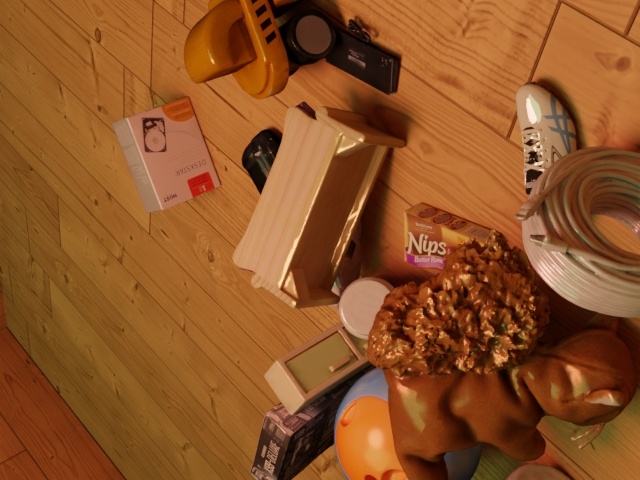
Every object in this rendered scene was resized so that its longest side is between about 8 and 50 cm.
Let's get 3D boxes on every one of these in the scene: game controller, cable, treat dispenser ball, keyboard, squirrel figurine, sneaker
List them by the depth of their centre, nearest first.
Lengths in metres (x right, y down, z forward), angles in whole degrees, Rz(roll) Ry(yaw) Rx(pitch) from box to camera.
[{"bbox_3d":[0.400,-0.012,1.152,0.257,0.257,0.089,32,143,13],"label":"cable"},{"bbox_3d":[0.340,-0.122,1.303,0.085,0.086,0.237,-3,109,54],"label":"sneaker"},{"bbox_3d":[0.289,0.191,1.358,0.370,0.281,0.397,-10,125,29],"label":"squirrel figurine"},{"bbox_3d":[0.072,-0.343,1.557,0.180,0.023,0.108,35,143,33],"label":"keyboard"},{"bbox_3d":[0.169,0.380,1.676,0.288,0.288,0.288,31,134,38],"label":"treat dispenser ball"},{"bbox_3d":[0.000,0.000,1.763,0.153,0.101,0.269,11,110,28],"label":"sneaker"},{"bbox_3d":[-0.071,-0.086,1.891,0.319,0.067,0.166,61,160,3],"label":"game controller"}]

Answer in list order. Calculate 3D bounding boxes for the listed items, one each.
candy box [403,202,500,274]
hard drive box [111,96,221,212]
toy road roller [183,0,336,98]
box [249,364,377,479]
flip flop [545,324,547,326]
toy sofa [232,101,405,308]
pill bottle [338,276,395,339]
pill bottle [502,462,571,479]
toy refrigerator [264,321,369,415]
[{"bbox_3d":[0.235,0.013,1.556,0.186,0.053,0.109,25,131,40],"label":"candy box"},{"bbox_3d":[-0.368,-0.206,2.074,0.089,0.181,0.232,-4,110,52],"label":"hard drive box"},{"bbox_3d":[-0.145,-0.421,1.571,0.202,0.240,0.330,-7,105,63],"label":"toy road roller"},{"bbox_3d":[-0.006,0.389,1.888,0.076,0.307,0.242,40,140,24],"label":"box"},{"bbox_3d":[0.280,0.130,1.557,0.277,0.080,0.112,-8,126,37],"label":"flip flop"},{"bbox_3d":[-0.007,-0.067,1.603,0.177,0.150,0.363,31,108,31],"label":"toy sofa"},{"bbox_3d":[0.099,0.133,1.662,0.121,0.121,0.221,56,-178,10],"label":"pill bottle"},{"bbox_3d":[0.368,0.560,1.646,0.169,0.169,0.301,49,143,19],"label":"pill bottle"},{"bbox_3d":[0.026,0.242,1.784,0.102,0.269,0.094,54,144,14],"label":"toy refrigerator"}]
